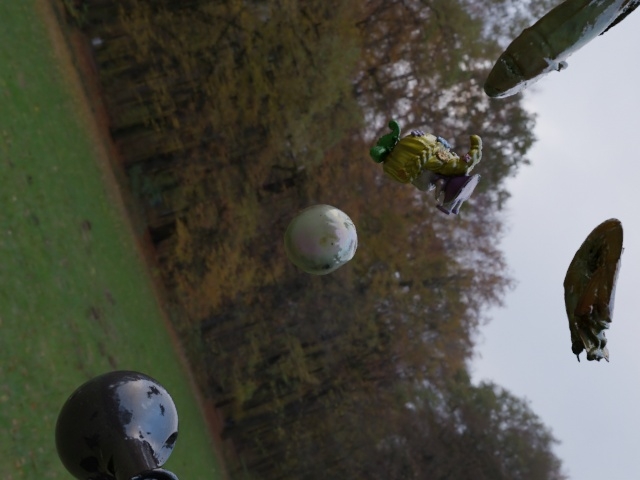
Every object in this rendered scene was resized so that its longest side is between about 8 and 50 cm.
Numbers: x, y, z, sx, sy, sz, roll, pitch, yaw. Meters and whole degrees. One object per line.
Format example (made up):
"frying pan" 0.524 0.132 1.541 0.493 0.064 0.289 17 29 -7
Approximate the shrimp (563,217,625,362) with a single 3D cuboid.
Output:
"shrimp" 0.323 0.054 0.918 0.115 0.051 0.217 102 8 -46

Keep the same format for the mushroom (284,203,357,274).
"mushroom" 0.000 0.000 0.892 0.067 0.084 0.083 92 -23 -71

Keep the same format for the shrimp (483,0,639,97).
"shrimp" 0.309 -0.255 0.921 0.267 0.145 0.061 -43 -107 31

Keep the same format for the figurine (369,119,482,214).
"figurine" 0.155 -0.123 1.113 0.156 0.114 0.095 36 11 21

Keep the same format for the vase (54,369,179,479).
"vase" -0.182 0.199 0.734 0.183 0.120 0.120 33 -39 60
